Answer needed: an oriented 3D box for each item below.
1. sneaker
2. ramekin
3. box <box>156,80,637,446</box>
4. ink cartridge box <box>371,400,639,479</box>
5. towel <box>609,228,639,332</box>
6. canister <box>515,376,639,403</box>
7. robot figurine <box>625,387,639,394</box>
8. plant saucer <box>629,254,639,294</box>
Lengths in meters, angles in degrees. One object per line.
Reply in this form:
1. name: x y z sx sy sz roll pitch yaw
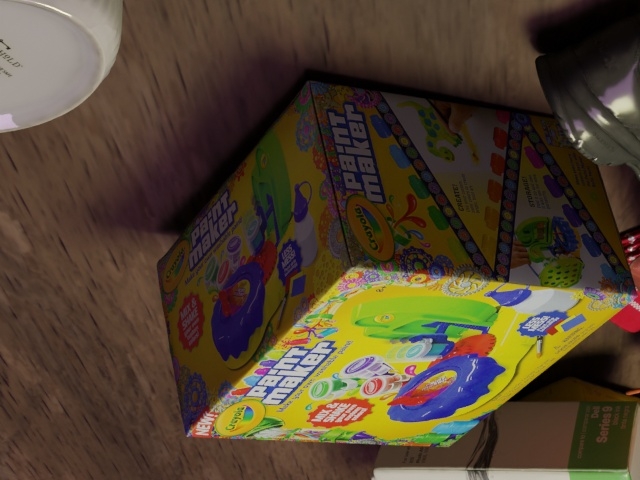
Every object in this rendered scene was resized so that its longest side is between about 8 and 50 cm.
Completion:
1. sneaker: 0.292 -0.099 1.438 0.130 0.109 0.286 -34 149 24
2. ramekin: -0.223 -0.155 1.158 0.207 0.109 0.207 -7 154 -3
3. box: 0.054 0.032 1.512 0.279 0.177 0.290 6 146 -30
4. ink cartridge box: 0.223 0.292 2.024 0.289 0.121 0.211 -1 129 18
5. towel: 0.385 0.018 1.773 0.275 0.031 0.199 -24 151 28
6. canister: 0.318 0.220 2.111 0.170 0.073 0.126 19 142 -40
7. robot figurine: 0.428 0.129 1.902 0.158 0.128 0.219 -38 180 -45
8. plant saucer: 0.400 -0.007 1.564 0.259 0.048 0.258 -38 157 5
